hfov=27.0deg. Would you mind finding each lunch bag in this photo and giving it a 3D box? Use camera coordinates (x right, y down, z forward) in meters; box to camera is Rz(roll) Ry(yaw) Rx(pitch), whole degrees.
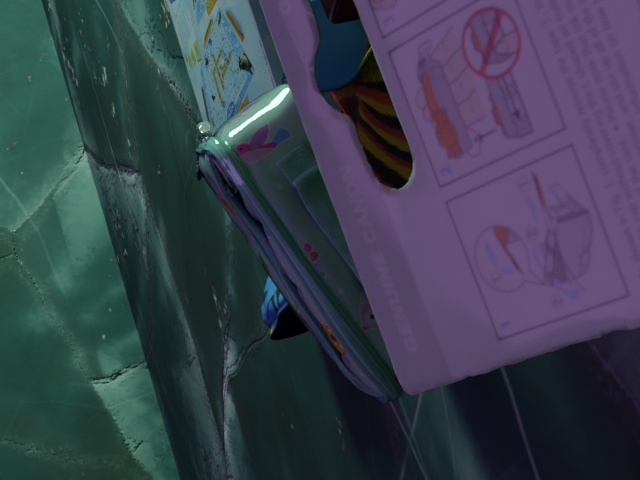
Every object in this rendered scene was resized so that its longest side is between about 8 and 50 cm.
[{"bbox_3d":[0.000,0.000,1.127,0.279,0.108,0.224,54,177,-7],"label":"lunch bag"}]

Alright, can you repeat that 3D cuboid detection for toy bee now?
[{"bbox_3d":[0.035,-0.181,1.018,0.298,0.162,0.195,50,-169,-25],"label":"toy bee"}]

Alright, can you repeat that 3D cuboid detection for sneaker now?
[{"bbox_3d":[-0.028,0.047,1.481,0.209,0.069,0.082,126,131,-68],"label":"sneaker"}]

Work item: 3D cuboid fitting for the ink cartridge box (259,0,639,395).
[{"bbox_3d":[0.139,-0.130,0.528,0.385,0.091,0.308,-25,82,44],"label":"ink cartridge box"}]

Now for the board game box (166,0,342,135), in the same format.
[{"bbox_3d":[-0.087,-0.226,1.458,0.318,0.066,0.318,135,120,-70],"label":"board game box"}]

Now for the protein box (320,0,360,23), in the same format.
[{"bbox_3d":[0.072,-0.254,0.733,0.136,0.200,0.201,111,141,-60],"label":"protein box"}]
